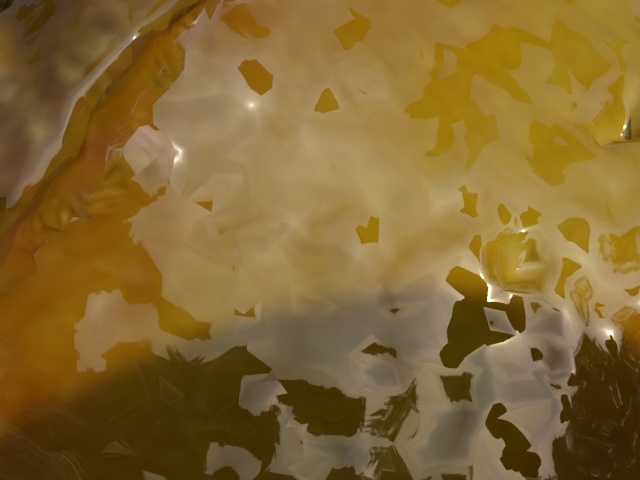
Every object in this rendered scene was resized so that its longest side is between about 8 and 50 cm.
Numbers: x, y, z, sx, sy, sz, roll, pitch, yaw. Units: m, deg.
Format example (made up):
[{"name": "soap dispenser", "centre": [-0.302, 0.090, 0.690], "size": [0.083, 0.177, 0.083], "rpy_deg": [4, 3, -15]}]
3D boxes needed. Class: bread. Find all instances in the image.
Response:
[{"name": "bread", "centre": [0.000, 0.000, 0.423], "size": [0.194, 0.340, 0.179], "rpy_deg": [41, -37, -3]}]
